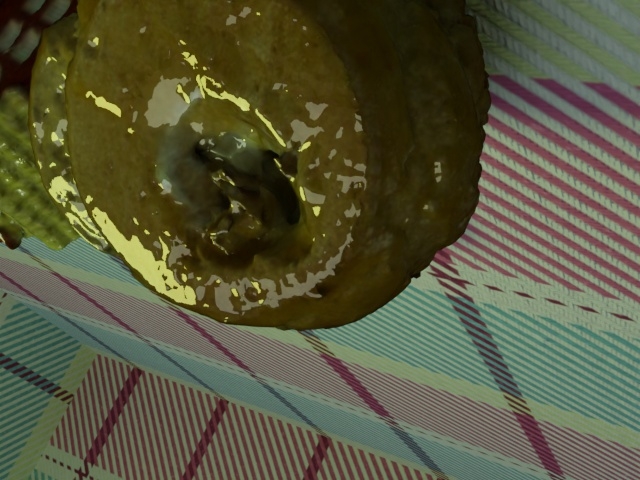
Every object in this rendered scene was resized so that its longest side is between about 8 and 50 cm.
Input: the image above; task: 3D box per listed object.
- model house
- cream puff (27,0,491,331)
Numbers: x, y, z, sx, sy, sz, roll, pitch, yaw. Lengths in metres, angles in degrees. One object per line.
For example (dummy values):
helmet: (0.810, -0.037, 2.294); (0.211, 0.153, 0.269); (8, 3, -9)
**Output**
model house: (-0.267, -0.122, 0.811); (0.160, 0.254, 0.196); (27, 165, 36)
cream puff: (-0.037, -0.094, 0.637); (0.343, 0.231, 0.327); (-13, 108, 29)
